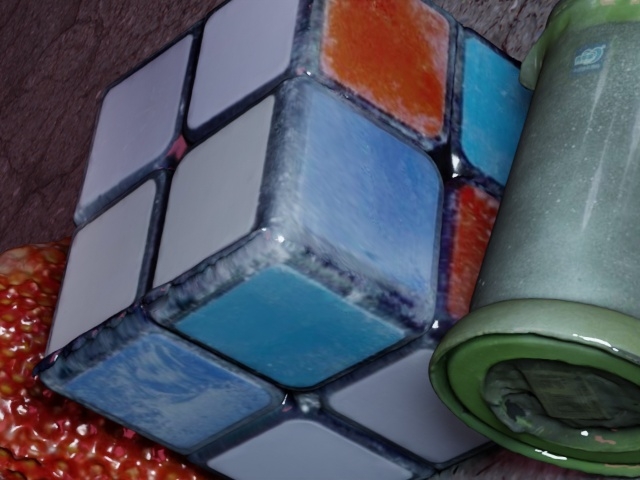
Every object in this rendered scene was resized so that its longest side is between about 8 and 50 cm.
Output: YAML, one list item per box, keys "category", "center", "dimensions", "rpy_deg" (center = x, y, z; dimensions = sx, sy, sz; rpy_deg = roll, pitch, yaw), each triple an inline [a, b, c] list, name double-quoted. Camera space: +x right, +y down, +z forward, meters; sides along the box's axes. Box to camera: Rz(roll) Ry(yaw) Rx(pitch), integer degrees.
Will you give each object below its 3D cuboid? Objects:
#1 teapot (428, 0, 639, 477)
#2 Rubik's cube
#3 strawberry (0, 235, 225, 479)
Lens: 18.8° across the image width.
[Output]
- category: "teapot"
  center: [0.239, -0.024, 1.354]
  dimensions: [0.270, 0.200, 0.337]
  rpy_deg: [1, 58, 30]
- category: "Rubik's cube"
  center: [0.000, 0.000, 1.562]
  dimensions: [0.316, 0.318, 0.313]
  rpy_deg: [-30, 41, 40]
- category: "strawberry"
  center: [-0.203, 0.140, 1.731]
  dimensions: [0.267, 0.351, 0.312]
  rpy_deg: [-42, 36, 45]
